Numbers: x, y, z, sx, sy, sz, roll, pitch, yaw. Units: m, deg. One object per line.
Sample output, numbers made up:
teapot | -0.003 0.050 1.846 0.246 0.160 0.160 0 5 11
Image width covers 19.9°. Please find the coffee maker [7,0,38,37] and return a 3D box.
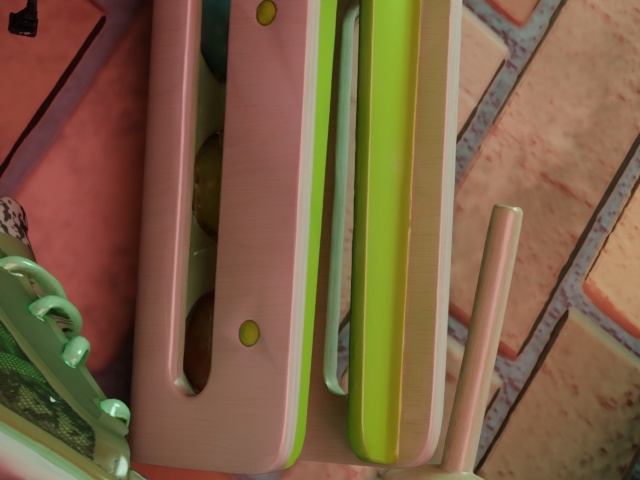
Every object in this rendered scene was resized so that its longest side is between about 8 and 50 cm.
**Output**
coffee maker | -0.205 -0.192 0.793 0.178 0.120 0.171 3 62 -15

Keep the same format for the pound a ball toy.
pound a ball toy | 0.000 0.000 0.918 0.208 0.136 0.319 6 86 -51

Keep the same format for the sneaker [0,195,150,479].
sneaker | -0.145 0.050 0.768 0.410 0.158 0.182 36 46 1
